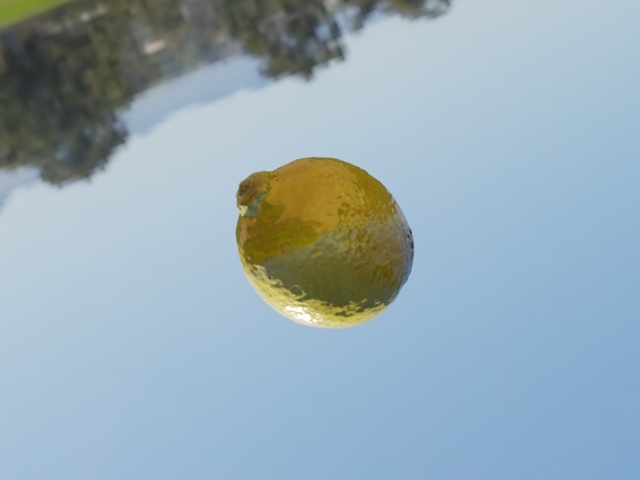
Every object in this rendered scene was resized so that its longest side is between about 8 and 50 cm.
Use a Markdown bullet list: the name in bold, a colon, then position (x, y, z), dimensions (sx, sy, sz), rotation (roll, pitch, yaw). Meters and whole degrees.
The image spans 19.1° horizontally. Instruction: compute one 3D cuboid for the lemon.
- **lemon**: position (0.000, 0.000, 0.712), dimensions (0.062, 0.083, 0.062), rotation (-34, -145, 28)
